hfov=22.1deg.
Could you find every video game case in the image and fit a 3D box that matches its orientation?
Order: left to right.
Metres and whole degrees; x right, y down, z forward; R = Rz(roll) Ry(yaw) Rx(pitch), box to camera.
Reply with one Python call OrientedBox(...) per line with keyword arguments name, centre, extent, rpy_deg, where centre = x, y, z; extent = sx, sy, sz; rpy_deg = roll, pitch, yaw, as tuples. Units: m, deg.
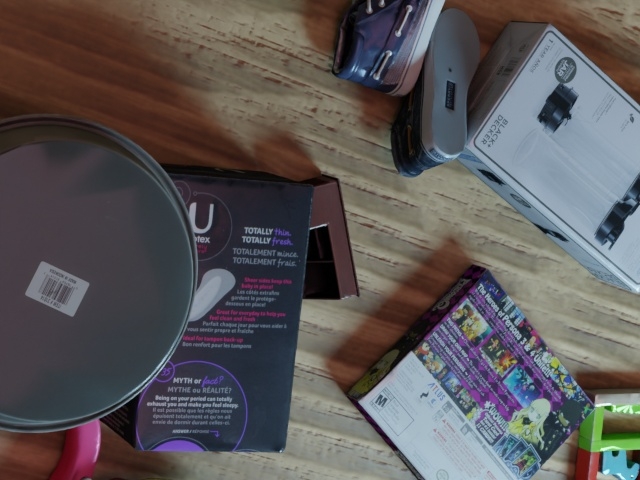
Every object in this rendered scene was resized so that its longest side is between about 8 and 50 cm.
OrientedBox(name="video game case", centre=(0.172, 0.180, 1.833), extent=(0.210, 0.042, 0.232), rpy_deg=(-45, 113, -11))

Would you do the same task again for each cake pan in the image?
OrientedBox(name="cake pan", centre=(-0.241, 0.034, 1.463), extent=(0.293, 0.054, 0.293), rpy_deg=(-4, 99, -23))

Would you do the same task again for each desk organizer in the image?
OrientedBox(name="desk organizer", centre=(0.000, 0.000, 1.725), extent=(0.050, 0.047, 0.130), rpy_deg=(-15, 104, -19))

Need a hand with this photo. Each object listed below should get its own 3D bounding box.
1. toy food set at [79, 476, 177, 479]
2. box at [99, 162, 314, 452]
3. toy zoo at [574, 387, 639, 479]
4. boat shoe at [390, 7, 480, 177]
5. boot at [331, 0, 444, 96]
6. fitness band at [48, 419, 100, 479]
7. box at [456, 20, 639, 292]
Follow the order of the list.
OrientedBox(name="toy food set", centre=(-0.183, 0.296, 1.678), extent=(0.218, 0.071, 0.128), rpy_deg=(13, 95, -30))
OrientedBox(name="box", centre=(-0.119, 0.064, 1.627), extent=(0.165, 0.143, 0.270), rpy_deg=(4, 96, -24))
OrientedBox(name="toy zoo", centre=(0.387, 0.321, 1.960), extent=(0.192, 0.030, 0.293), rpy_deg=(2, 97, -24))
OrientedBox(name="boat shoe", centre=(0.116, -0.158, 1.747), extent=(0.065, 0.083, 0.183), rpy_deg=(23, 62, -26))
OrientedBox(name="boot", centre=(0.075, -0.249, 1.705), extent=(0.086, 0.069, 0.190), rpy_deg=(12, 95, -28))
OrientedBox(name="fitness band", centre=(-0.342, 0.235, 1.606), extent=(0.209, 0.054, 0.291), rpy_deg=(37, 84, -25))
OrientedBox(name="box", centre=(0.283, -0.091, 1.815), extent=(0.290, 0.087, 0.169), rpy_deg=(36, 83, -24))
